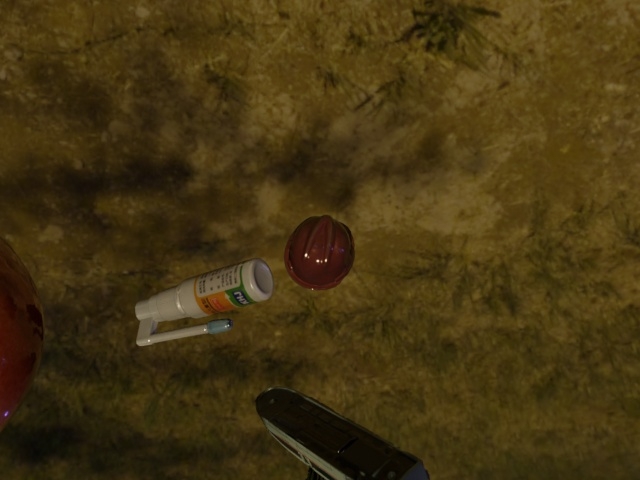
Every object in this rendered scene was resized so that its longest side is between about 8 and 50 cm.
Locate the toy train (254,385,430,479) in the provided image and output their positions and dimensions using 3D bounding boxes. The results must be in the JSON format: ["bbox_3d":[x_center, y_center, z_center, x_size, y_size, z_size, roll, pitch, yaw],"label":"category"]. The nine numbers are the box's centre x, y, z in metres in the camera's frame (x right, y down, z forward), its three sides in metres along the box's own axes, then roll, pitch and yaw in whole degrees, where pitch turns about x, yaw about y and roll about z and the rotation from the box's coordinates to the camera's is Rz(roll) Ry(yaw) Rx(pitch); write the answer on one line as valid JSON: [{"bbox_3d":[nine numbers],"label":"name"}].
[{"bbox_3d":[0.016,0.334,1.052,0.086,0.088,0.407,-35,-157,-24],"label":"toy train"}]

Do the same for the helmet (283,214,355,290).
[{"bbox_3d":[0.000,0.000,0.805,0.089,0.111,0.057,10,147,6],"label":"helmet"}]

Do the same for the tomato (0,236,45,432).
[{"bbox_3d":[-0.423,0.092,0.565,0.321,0.322,0.321,-5,154,-3],"label":"tomato"}]

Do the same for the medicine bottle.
[{"bbox_3d":[-0.172,0.093,0.927,0.220,0.092,0.061,-16,146,26],"label":"medicine bottle"}]

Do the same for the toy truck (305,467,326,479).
[{"bbox_3d":[0.081,0.466,1.023,0.259,0.088,0.121,24,-175,2],"label":"toy truck"}]
